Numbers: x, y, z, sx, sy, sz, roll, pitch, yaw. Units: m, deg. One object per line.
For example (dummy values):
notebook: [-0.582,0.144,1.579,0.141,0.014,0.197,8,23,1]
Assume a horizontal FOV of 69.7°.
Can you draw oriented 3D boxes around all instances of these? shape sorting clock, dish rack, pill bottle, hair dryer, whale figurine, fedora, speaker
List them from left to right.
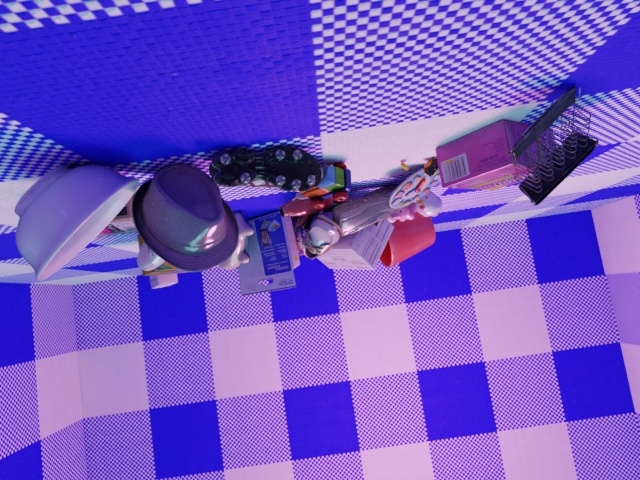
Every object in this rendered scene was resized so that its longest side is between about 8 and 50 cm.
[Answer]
fedora: [-0.307,-0.076,1.084,0.244,0.275,0.124,-25,161,-38]
whale figurine: [-0.336,-0.006,1.818,0.141,0.216,0.272,-30,166,-51]
pill bottle: [-0.066,-0.021,2.028,0.302,0.169,0.169,-13,172,31]
hair dryer: [-0.038,-0.091,1.572,0.223,0.080,0.293,-44,156,18]
speaker: [0.052,-0.133,1.735,0.136,0.055,0.055,-5,173,-20]
shape sorting clock: [0.314,-0.172,1.510,0.206,0.040,0.206,-24,155,-12]
dish rack: [0.530,-0.212,1.048,0.208,0.074,0.271,-48,149,7]

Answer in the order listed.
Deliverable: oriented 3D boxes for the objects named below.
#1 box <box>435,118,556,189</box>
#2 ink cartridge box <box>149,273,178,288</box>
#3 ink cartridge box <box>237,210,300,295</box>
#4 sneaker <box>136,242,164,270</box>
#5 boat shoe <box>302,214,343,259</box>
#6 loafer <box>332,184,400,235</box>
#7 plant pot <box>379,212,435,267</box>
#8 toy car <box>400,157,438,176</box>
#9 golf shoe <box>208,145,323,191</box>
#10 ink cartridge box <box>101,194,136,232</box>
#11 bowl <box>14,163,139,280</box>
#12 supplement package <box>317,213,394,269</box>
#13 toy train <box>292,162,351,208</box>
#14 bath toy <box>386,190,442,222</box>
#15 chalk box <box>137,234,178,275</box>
box: [0.480,-0.222,1.252,0.243,0.117,0.214,-4,172,-37]
ink cartridge box: [-0.696,0.092,2.008,0.092,0.217,0.158,-4,172,-31]
ink cartridge box: [-0.226,0.055,1.883,0.304,0.307,0.072,-13,178,34]
sneaker: [-0.484,-0.034,1.367,0.290,0.106,0.123,-51,151,12]
boat shoe: [0.000,0.000,1.593,0.113,0.103,0.302,33,166,5]
loafer: [0.191,-0.108,1.629,0.320,0.111,0.112,-20,-145,-12]
plant pot: [0.386,-0.038,2.160,0.243,0.274,0.275,-17,175,-10]
toy car: [0.298,-0.232,1.367,0.122,0.060,0.040,12,-149,-20]
golf shoe: [-0.130,-0.173,1.103,0.273,0.105,0.120,1,-175,-22]
ink cartridge box: [-0.610,-0.072,1.310,0.193,0.088,0.235,-8,174,-8]
bowl: [-0.548,-0.067,0.997,0.298,0.134,0.298,-44,-167,13]
supplement package: [0.115,-0.010,1.790,0.145,0.204,0.262,41,154,-30]
toy train: [-0.046,-0.154,1.298,0.248,0.105,0.143,-14,161,42]
bath toy: [0.305,-0.129,1.827,0.348,0.151,0.129,-12,128,39]
chalk box: [-0.572,0.038,1.890,0.289,0.180,0.179,-4,173,-37]
